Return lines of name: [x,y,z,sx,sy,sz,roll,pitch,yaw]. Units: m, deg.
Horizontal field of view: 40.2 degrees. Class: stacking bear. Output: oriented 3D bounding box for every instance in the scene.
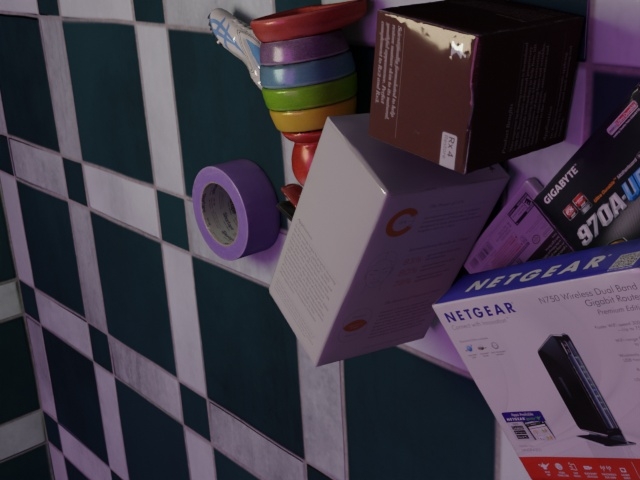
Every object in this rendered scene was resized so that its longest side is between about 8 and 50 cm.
stacking bear: [-0.007,-0.218,1.388,0.175,0.164,0.289,11,118,49]

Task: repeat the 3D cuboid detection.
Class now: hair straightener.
hair straightener: [0.000,0.000,1.564,0.230,0.047,0.089,44,136,25]

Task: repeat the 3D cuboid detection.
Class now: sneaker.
sneaker: [-0.117,-0.345,1.537,0.086,0.085,0.237,-52,57,19]

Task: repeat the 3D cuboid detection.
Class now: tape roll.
tape roll: [-0.167,-0.060,1.710,0.189,0.080,0.189,25,123,45]

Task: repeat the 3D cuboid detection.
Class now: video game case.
video game case: [0.296,0.037,1.217,0.173,0.022,0.190,54,139,22]

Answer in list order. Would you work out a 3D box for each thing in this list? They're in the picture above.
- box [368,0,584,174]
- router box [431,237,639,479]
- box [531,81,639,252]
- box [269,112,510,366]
box: [0.192,-0.203,1.094,0.167,0.203,0.169,29,126,42]
router box: [0.342,0.165,1.100,0.335,0.082,0.301,-18,106,53]
box: [0.379,-0.054,1.045,0.175,0.051,0.220,56,139,20]
box: [0.087,-0.004,1.285,0.168,0.214,0.345,55,140,34]
